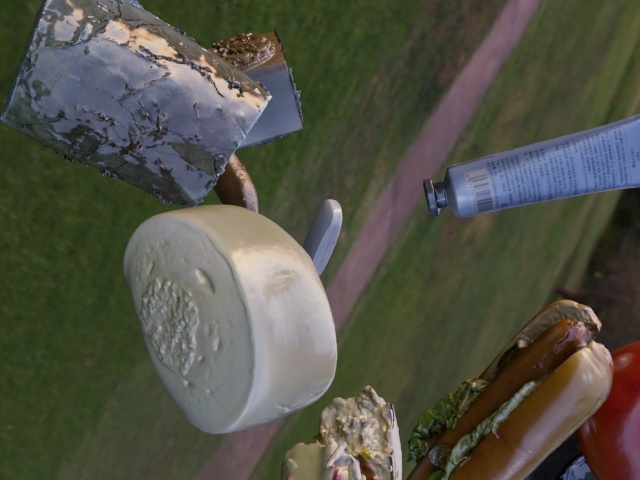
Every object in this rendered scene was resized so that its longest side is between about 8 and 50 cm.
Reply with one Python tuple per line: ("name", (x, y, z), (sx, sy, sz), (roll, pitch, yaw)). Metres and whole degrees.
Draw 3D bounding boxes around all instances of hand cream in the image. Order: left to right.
("hand cream", (0.249, -0.074, 1.271), (0.058, 0.271, 0.091), (-92, 168, -67))

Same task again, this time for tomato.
("tomato", (0.382, 0.206, 1.315), (0.136, 0.195, 0.195), (-130, -116, -81))

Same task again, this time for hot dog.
("hot dog", (0.187, 0.200, 1.248), (0.337, 0.100, 0.135), (-55, -152, 35))

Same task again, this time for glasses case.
("glasses case", (0.000, 0.000, 2.063), (0.041, 0.063, 0.164), (6, 127, -22))

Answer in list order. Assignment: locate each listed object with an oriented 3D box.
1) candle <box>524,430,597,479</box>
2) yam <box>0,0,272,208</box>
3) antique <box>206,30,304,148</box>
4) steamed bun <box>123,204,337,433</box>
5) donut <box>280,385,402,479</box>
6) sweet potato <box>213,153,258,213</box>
("candle", (0.320, 0.249, 1.564), (0.187, 0.330, 0.188), (-9, 119, -16))
("yam", (-0.262, -0.201, 1.582), (0.241, 0.348, 0.241), (-60, -172, 15))
("antique", (-0.116, -0.244, 1.834), (0.147, 0.151, 0.148), (-110, -176, -60))
("steamed bun", (-0.083, 0.070, 1.235), (0.154, 0.250, 0.200), (-32, 166, 32))
("donut", (0.038, 0.420, 1.864), (0.371, 0.150, 0.308), (-36, 120, -72))
("sweet potato", (-0.154, -0.077, 2.176), (0.077, 0.244, 0.077), (-23, 164, -7))
